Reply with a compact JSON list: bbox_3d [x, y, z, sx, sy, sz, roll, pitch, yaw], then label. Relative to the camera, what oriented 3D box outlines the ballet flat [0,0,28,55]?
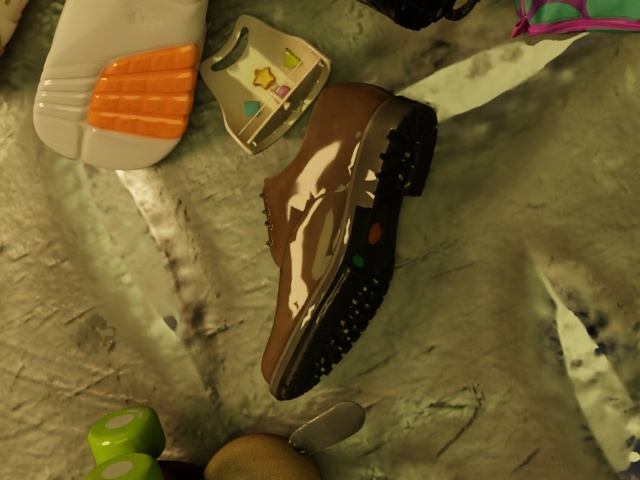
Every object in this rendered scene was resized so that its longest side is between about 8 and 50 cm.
[{"bbox_3d":[-0.224,-0.204,0.820,0.073,0.080,0.232,-1,99,-8],"label":"ballet flat"}]

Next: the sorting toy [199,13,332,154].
[{"bbox_3d":[-0.042,-0.113,0.827,0.075,0.045,0.083,43,100,7],"label":"sorting toy"}]

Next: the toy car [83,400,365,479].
[{"bbox_3d":[-0.046,0.184,0.822,0.188,0.149,0.155,-17,107,-3],"label":"toy car"}]

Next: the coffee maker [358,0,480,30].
[{"bbox_3d":[0.005,-0.210,0.765,0.178,0.171,0.120,33,78,22],"label":"coffee maker"}]

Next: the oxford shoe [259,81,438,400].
[{"bbox_3d":[0.000,0.000,0.827,0.096,0.083,0.227,27,104,28],"label":"oxford shoe"}]

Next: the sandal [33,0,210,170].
[{"bbox_3d":[-0.114,-0.152,0.788,0.102,0.076,0.265,19,134,-10],"label":"sandal"}]

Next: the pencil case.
[{"bbox_3d":[0.201,-0.158,0.779,0.151,0.064,0.070,4,73,7],"label":"pencil case"}]
